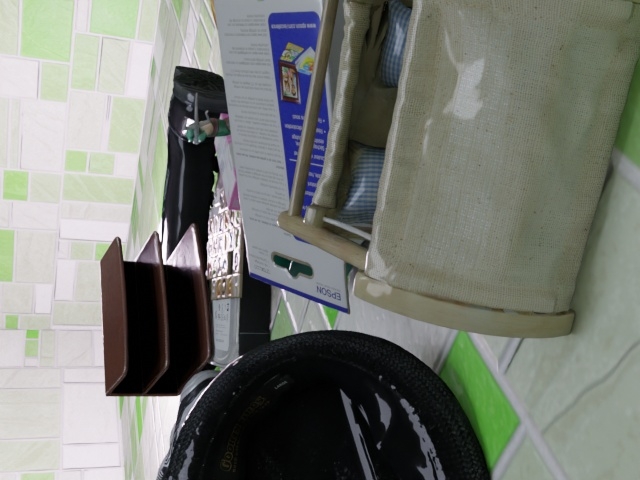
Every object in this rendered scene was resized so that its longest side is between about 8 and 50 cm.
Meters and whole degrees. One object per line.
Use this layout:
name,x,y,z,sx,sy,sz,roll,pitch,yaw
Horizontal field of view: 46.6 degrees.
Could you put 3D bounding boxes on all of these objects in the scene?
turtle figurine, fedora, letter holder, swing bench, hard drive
turtle figurine,-0.071,-0.130,0.977,0.118,0.175,0.234,-61,-19,-18
fedora,0.013,0.260,0.707,0.152,0.333,0.334,59,-157,-64
letter holder,-0.325,0.127,1.462,0.214,0.152,0.302,-46,46,45
swing bench,0.094,-0.088,0.589,0.254,0.165,0.253,-138,55,-64
hard drive,-0.151,0.063,1.357,0.237,0.064,0.339,168,105,-68

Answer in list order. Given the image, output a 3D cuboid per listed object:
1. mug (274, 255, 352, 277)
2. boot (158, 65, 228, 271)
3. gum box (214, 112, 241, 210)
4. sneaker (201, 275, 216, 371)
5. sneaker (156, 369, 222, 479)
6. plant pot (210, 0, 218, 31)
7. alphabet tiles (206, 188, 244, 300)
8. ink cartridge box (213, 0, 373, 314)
mug,-0.003,0.004,0.925,0.158,0.097,0.130,-111,32,-46
boot,-0.276,-0.123,1.594,0.367,0.146,0.445,-119,40,-68
gum box,-0.105,-0.128,1.199,0.188,0.107,0.062,-108,30,-44
sneaker,-0.253,0.189,1.589,0.097,0.084,0.235,155,127,-65
sneaker,-0.214,0.439,1.351,0.210,0.137,0.366,-130,51,-65
plant pot,-0.034,-0.281,0.945,0.188,0.205,0.205,132,139,-82
alphabet tiles,-0.170,0.005,1.315,0.237,0.009,0.198,165,107,-68
ink cartridge box,-0.025,-0.120,0.778,0.175,0.069,0.371,17,117,46
